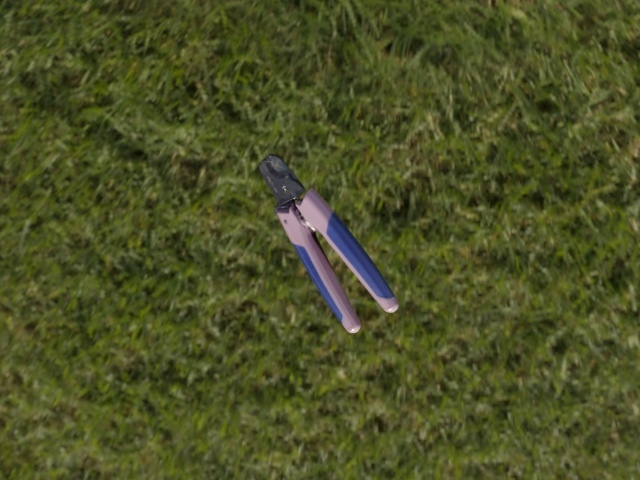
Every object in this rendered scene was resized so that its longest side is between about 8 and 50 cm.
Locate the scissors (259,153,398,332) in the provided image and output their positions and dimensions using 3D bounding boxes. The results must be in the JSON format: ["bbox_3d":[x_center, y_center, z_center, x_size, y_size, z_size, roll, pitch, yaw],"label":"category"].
[{"bbox_3d":[0.000,0.000,0.610,0.039,0.012,0.113,-32,96,29],"label":"scissors"}]
